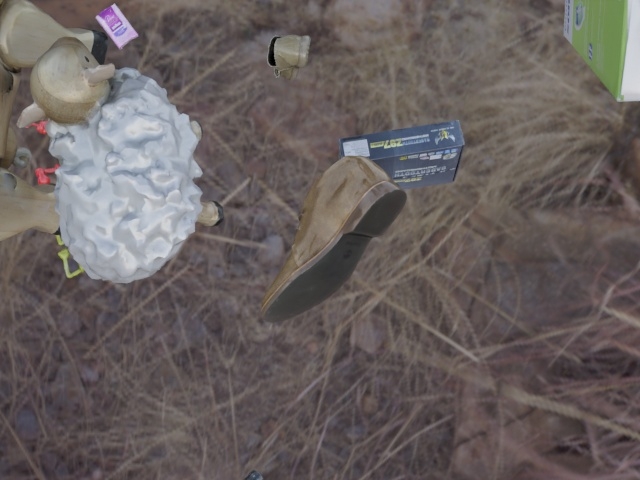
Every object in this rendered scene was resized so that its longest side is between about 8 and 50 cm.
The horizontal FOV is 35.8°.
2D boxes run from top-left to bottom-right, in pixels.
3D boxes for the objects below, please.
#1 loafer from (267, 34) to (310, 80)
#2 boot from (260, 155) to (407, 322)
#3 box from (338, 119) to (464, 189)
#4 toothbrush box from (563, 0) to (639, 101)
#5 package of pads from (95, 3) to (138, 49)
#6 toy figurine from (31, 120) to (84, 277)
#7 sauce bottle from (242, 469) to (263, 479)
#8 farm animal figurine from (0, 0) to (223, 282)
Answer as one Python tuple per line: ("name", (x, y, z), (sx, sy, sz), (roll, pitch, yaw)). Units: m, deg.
("loafer", (-0.048, -0.255, 1.346), (0.050, 0.148, 0.056), (12, 85, -11))
("boot", (0.000, 0.000, 1.543), (0.115, 0.305, 0.112), (50, 19, 29))
("box", (0.151, -0.152, 1.904), (0.232, 0.183, 0.059), (-8, 72, -2))
("toothbrush box", (0.368, -0.232, 0.974), (0.206, 0.122, 0.283), (-1, 24, 3))
("package of pads", (-0.421, -0.443, 2.048), (0.050, 0.032, 0.083), (-37, 104, -3))
("toy figurine", (-0.429, -0.128, 1.908), (0.191, 0.217, 0.363), (-9, 76, -28))
("sauce bottle", (-0.138, 0.399, 1.498), (0.042, 0.042, 0.128), (42, 52, 16))
("farm animal figurine", (-0.225, -0.132, 0.542), (0.330, 0.172, 0.327), (-5, 87, 27))
